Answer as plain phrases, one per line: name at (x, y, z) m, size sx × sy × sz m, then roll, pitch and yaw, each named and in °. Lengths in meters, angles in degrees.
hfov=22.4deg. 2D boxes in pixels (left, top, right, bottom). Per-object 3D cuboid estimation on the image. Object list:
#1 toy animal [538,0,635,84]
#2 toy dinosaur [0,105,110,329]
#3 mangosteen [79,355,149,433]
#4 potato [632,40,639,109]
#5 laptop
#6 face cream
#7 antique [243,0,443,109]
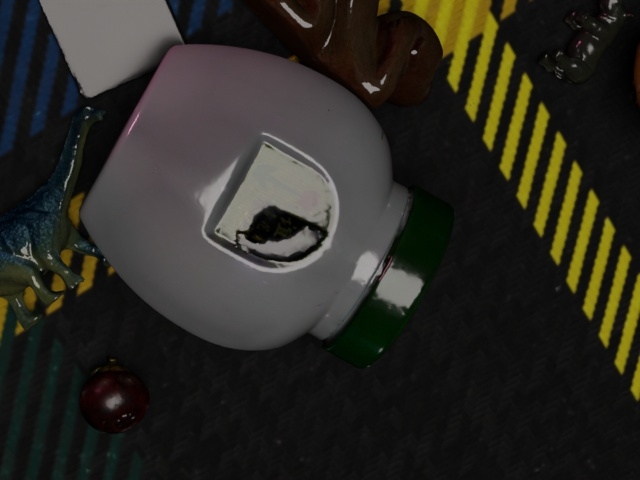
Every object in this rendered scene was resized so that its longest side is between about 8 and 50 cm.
toy animal at (0.318, -0.245, 1.886) m, size 0.065 × 0.047 × 0.135 m, roll 31°, pitch 92°, yaw -21°
toy dinosaur at (-0.333, 0.019, 1.794) m, size 0.363 × 0.076 × 0.147 m, roll -45°, pitch 86°, yaw -2°
mangosteen at (-0.237, 0.181, 1.845) m, size 0.081 × 0.081 × 0.081 m, roll -2°, pitch 101°, yaw -11°
potato at (0.518, -0.155, 1.897) m, size 0.369 × 0.176 × 0.195 m, roll 32°, pitch 54°, yaw -23°
laptop at (-0.241, -0.268, 1.785) m, size 0.135 × 0.016 × 0.197 m, roll -23°, pitch 103°, yaw -5°
face cream at (-0.057, -0.033, 1.754) m, size 0.357 × 0.219 × 0.312 m, roll 29°, pitch 86°, yaw -8°
antique at (0.033, -0.249, 1.793) m, size 0.143 × 0.121 × 0.257 m, roll -45°, pitch 99°, yaw -9°
